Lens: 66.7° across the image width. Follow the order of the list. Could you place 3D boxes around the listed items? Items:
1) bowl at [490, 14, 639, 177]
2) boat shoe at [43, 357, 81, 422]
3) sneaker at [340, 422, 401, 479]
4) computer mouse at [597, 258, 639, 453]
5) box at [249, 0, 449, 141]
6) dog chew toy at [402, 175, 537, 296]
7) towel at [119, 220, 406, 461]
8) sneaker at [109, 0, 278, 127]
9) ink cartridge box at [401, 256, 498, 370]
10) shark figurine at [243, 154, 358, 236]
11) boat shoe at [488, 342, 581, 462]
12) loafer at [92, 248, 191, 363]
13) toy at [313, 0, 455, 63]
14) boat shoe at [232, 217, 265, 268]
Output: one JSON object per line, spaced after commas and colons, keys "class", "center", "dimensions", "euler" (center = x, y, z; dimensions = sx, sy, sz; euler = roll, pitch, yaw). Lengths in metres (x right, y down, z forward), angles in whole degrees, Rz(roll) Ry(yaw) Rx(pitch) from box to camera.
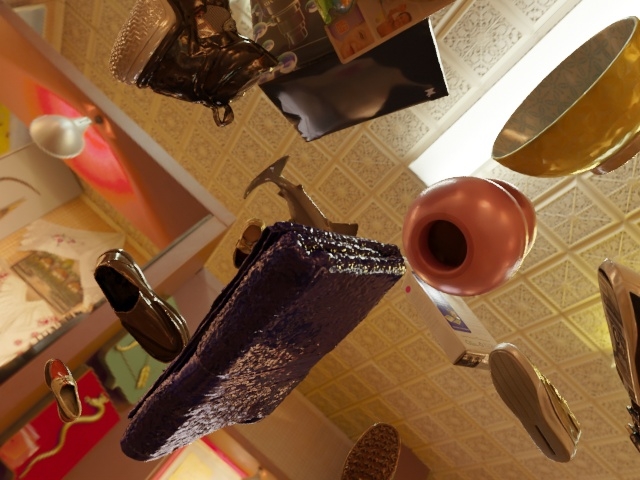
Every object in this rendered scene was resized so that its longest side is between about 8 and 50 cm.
{"class": "bowl", "center": [0.447, -0.201, 0.813], "dimensions": [0.156, 0.289, 0.289], "euler": [39, -42, -5]}
{"class": "boat shoe", "center": [-0.519, 0.300, 0.985], "dimensions": [0.043, 0.049, 0.136], "euler": [-34, -106, 39]}
{"class": "sneaker", "center": [0.054, 0.346, 0.650], "dimensions": [0.064, 0.192, 0.086], "euler": [17, -40, 19]}
{"class": "computer mouse", "center": [0.265, 0.103, 0.388], "dimensions": [0.042, 0.106, 0.192], "euler": [-13, -76, 19]}
{"class": "box", "center": [0.042, -0.435, 0.909], "dimensions": [0.294, 0.395, 0.212], "euler": [-15, -22, 18]}
{"class": "dog chew toy", "center": [0.293, -0.024, 0.890], "dimensions": [0.207, 0.332, 0.206], "euler": [12, -71, 37]}
{"class": "towel", "center": [-0.059, 0.107, 0.541], "dimensions": [0.308, 0.228, 0.076], "euler": [-49, -117, 20]}
{"class": "sneaker", "center": [-0.120, -0.252, 0.554], "dimensions": [0.153, 0.268, 0.101], "euler": [29, -29, -29]}
{"class": "ink cartridge box", "center": [0.344, 0.193, 1.347], "dimensions": [0.176, 0.370, 0.069], "euler": [17, -59, -33]}
{"class": "shark figurine", "center": [-0.003, -0.029, 0.786], "dimensions": [0.116, 0.166, 0.278], "euler": [-10, -63, 25]}
{"class": "boat shoe", "center": [0.480, 0.350, 1.093], "dimensions": [0.109, 0.094, 0.302], "euler": [-23, -80, 52]}
{"class": "loafer", "center": [-0.490, 0.193, 1.297], "dimensions": [0.134, 0.130, 0.365], "euler": [-37, -84, 4]}
{"class": "toy", "center": [0.097, -0.309, 0.515], "dimensions": [0.237, 0.056, 0.136], "euler": [-26, -73, 11]}
{"class": "boat shoe", "center": [-0.147, 0.010, 0.995], "dimensions": [0.050, 0.045, 0.135], "euler": [17, -45, -11]}
